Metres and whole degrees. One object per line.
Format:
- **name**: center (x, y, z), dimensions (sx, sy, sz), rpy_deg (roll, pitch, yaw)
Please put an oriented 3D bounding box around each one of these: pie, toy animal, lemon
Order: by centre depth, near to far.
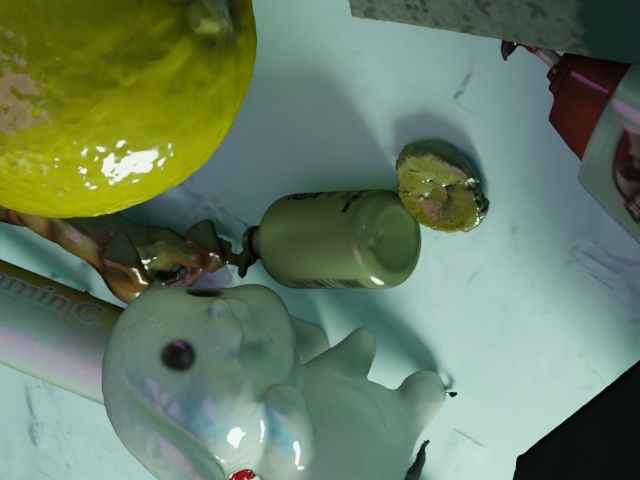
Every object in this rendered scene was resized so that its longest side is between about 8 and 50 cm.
- **lemon**: center (-0.186, -0.147, 1.326), dimensions (0.293, 0.293, 0.293), rpy_deg (25, 141, 22)
- **pie**: center (0.092, -0.041, 1.393), dimensions (0.084, 0.020, 0.084), rpy_deg (23, 138, 23)
- **toy animal**: center (-0.041, 0.146, 1.524), dimensions (0.174, 0.249, 0.289), rpy_deg (-40, 85, 38)
- **toy animal**: center (-0.214, -0.020, 1.651), dimensions (0.312, 0.097, 0.157), rpy_deg (35, 156, 4)

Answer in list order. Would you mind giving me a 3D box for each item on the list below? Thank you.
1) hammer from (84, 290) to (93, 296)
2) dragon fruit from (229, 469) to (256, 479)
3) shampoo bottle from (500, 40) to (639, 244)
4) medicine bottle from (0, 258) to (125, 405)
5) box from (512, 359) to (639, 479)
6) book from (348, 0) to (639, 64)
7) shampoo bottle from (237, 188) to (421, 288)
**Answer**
- **hammer**: center (-0.338, 0.031, 1.799), dimensions (0.305, 0.113, 0.202), rpy_deg (28, 145, 9)
- **dragon fruit**: center (-0.133, 0.167, 1.762), dimensions (0.190, 0.094, 0.094), rpy_deg (51, 143, -6)
- **shampoo bottle**: center (0.228, -0.063, 1.200), dimensions (0.284, 0.071, 0.153), rpy_deg (38, 145, 3)
- **medicine bottle**: center (-0.260, 0.078, 1.685), dimensions (0.426, 0.108, 0.108), rpy_deg (22, 142, 4)
- **box**: center (0.295, 0.218, 1.255), dimensions (0.251, 0.204, 0.345), rpy_deg (23, 145, -11)
- **book**: center (0.143, -0.222, 1.067), dimensions (0.379, 0.031, 0.264), rpy_deg (15, 136, 37)
- **shampoo bottle**: center (0.000, 0.000, 1.470), dimensions (0.162, 0.079, 0.079), rpy_deg (-1, 127, 44)
